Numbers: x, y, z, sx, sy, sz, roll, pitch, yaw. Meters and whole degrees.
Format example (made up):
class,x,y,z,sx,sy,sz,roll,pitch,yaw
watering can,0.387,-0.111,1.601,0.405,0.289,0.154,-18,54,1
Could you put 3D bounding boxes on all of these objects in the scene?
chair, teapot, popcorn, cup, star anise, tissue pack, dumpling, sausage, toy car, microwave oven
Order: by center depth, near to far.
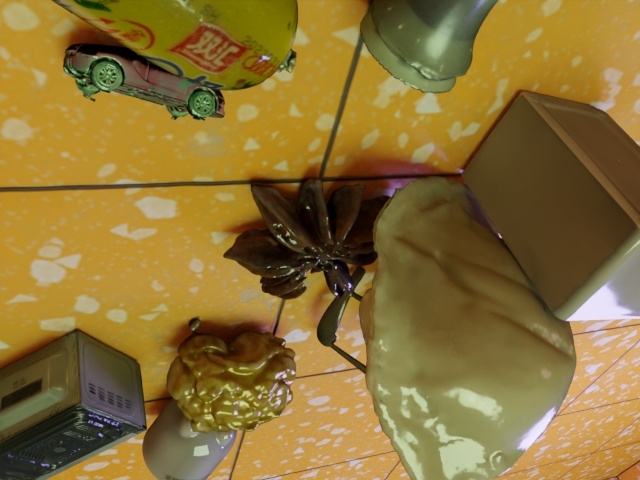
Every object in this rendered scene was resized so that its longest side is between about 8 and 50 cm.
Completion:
class,x,y,z,sx,sy,sz,roll,pitch,yaw
sausage,-0.139,-0.207,0.396,0.123,0.123,0.347,-40,138,23
teapot,0.135,-0.238,0.460,0.184,0.183,0.251,4,147,-29
toy car,-0.150,-0.140,0.525,0.142,0.069,0.055,10,94,-34
dumpling,0.161,0.073,0.700,0.233,0.395,0.315,-8,125,38
tissue pack,0.309,-0.044,0.703,0.160,0.246,0.136,3,136,-27
star anise,0.000,0.000,0.748,0.236,0.093,0.229,-23,137,-4
microwave oven,-0.375,0.241,0.832,0.208,0.122,0.162,-28,143,9
popcorn,-0.135,0.218,0.896,0.194,0.140,0.163,10,116,-38
chair,0.148,0.142,0.941,0.272,0.166,0.188,27,135,8
cup,-0.192,0.321,1.007,0.174,0.134,0.142,12,130,-34
